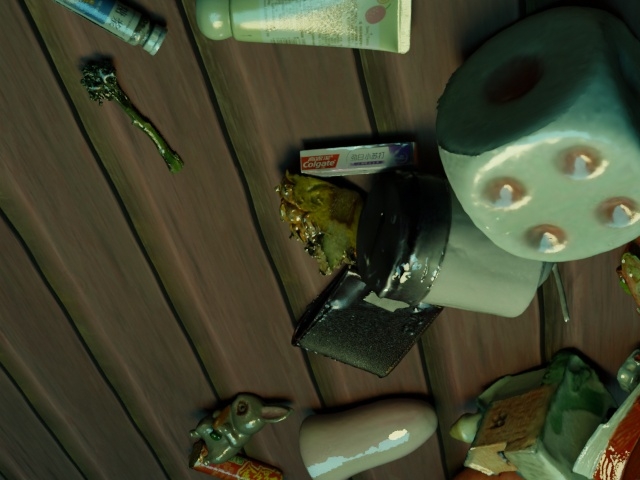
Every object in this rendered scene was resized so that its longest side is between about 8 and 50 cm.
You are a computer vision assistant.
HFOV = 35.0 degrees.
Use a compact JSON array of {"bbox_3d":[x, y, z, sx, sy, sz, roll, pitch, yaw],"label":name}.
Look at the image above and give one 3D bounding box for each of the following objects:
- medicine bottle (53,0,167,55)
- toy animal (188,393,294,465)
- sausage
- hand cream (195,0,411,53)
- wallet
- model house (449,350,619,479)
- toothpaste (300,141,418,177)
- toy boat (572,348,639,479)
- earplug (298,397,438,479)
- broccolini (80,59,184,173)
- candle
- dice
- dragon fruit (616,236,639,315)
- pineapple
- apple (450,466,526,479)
[{"bbox_3d":[-0.325,-0.345,1.526,0.191,0.051,0.051,27,136,-20],"label":"medicine bottle"},{"bbox_3d":[-0.176,0.414,2.336,0.251,0.127,0.125,-33,113,21],"label":"toy animal"},{"bbox_3d":[-0.198,0.574,2.537,0.264,0.083,0.083,23,138,-17],"label":"sausage"},{"bbox_3d":[-0.024,-0.331,1.449,0.306,0.093,0.147,3,134,6],"label":"hand cream"},{"bbox_3d":[0.092,0.165,2.015,0.221,0.071,0.262,24,131,-14],"label":"wallet"},{"bbox_3d":[0.408,0.398,2.083,0.194,0.267,0.325,47,141,-19],"label":"model house"},{"bbox_3d":[0.065,-0.133,1.683,0.196,0.047,0.040,-3,180,16],"label":"toothpaste"},{"bbox_3d":[0.599,0.324,1.930,0.133,0.332,0.145,28,161,45],"label":"toy boat"},{"bbox_3d":[0.121,0.429,2.247,0.301,0.172,0.172,-23,129,26],"label":"earplug"},{"bbox_3d":[-0.312,-0.195,1.694,0.071,0.057,0.254,31,161,52],"label":"broccolini"},{"bbox_3d":[0.246,0.012,1.681,0.343,0.221,0.221,10,140,-15],"label":"candle"},{"bbox_3d":[0.343,-0.148,1.448,0.268,0.264,0.262,-24,129,32],"label":"dice"},{"bbox_3d":[0.636,0.052,1.718,0.268,0.130,0.295,-13,134,25],"label":"dragon fruit"},{"bbox_3d":[0.005,0.001,1.763,0.250,0.164,0.140,15,154,-37],"label":"pineapple"},{"bbox_3d":[0.437,0.691,2.343,0.364,0.363,0.364,6,139,5],"label":"apple"}]
